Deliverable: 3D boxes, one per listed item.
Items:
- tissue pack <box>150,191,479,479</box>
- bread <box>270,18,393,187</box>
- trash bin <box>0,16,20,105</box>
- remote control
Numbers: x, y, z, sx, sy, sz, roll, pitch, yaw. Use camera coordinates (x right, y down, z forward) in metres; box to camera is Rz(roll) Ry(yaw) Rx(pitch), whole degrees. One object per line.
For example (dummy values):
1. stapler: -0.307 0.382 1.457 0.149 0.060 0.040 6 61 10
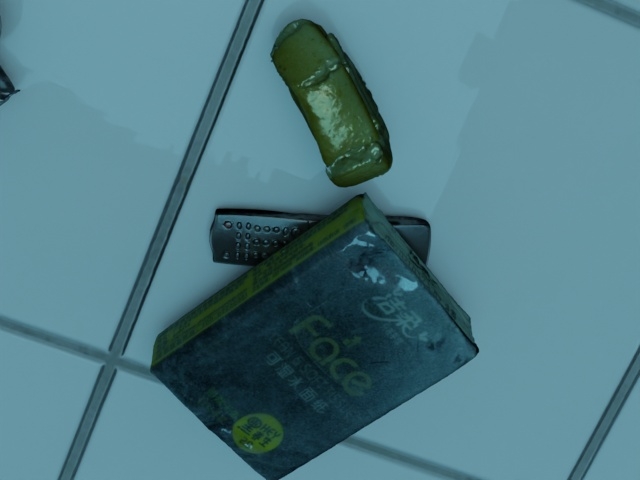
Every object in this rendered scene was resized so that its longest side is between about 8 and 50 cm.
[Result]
1. tissue pack: -0.006 0.097 1.163 0.257 0.081 0.185 -35 116 16
2. bread: 0.012 -0.123 1.080 0.064 0.117 0.156 -26 110 7
3. trash bin: -0.407 -0.142 0.912 0.256 0.367 0.296 -33 109 7
4. remote control: 0.000 0.000 1.173 0.212 0.028 0.059 4 113 -5
